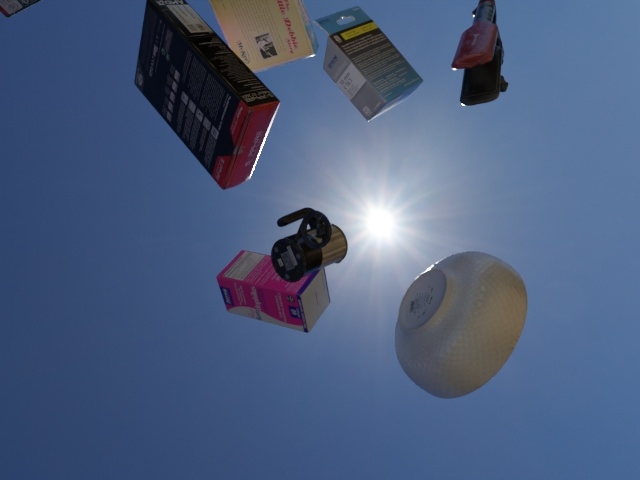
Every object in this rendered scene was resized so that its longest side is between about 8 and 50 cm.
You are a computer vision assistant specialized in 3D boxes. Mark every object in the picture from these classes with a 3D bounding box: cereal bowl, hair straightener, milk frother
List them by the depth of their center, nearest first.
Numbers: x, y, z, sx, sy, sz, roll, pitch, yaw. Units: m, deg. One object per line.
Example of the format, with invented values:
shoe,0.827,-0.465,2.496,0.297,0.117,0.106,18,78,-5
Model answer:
hair straightener,0.185,-0.212,0.597,0.230,0.047,0.089,-72,-35,-47
milk frother,0.000,0.000,0.966,0.135,0.143,0.129,-22,-73,-48
cereal bowl,0.276,0.163,1.146,0.141,0.339,0.338,32,-118,-18

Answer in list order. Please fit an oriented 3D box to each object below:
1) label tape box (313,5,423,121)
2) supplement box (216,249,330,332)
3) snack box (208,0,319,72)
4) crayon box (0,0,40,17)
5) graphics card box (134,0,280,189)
label tape box,0.143,-0.592,1.721,0.347,0.115,0.249,49,-130,4
supplement box,-0.105,0.110,1.164,0.114,0.220,0.111,-50,-40,-44
snack box,-0.144,-0.531,1.107,0.060,0.187,0.321,-76,-30,-48
crayon box,-0.767,-0.704,1.059,0.106,0.363,0.313,-30,-103,-5
graphics card box,-0.260,-0.322,1.131,0.094,0.232,0.371,-28,-112,-40
